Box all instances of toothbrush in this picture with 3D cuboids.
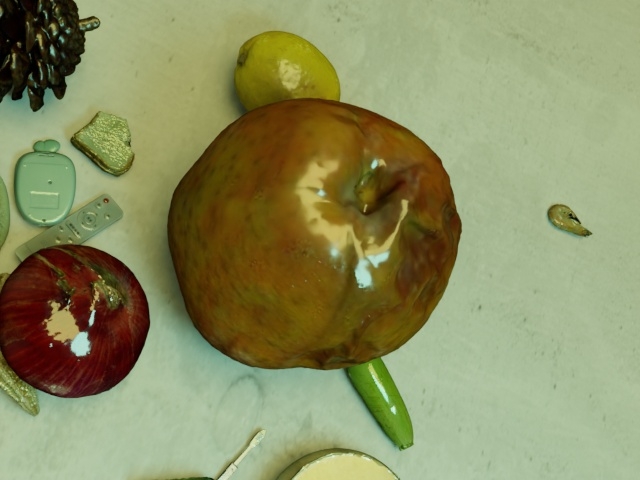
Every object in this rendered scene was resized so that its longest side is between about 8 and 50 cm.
[{"bbox_3d":[-0.151,0.375,1.463,0.014,0.017,0.194,45,63,-3],"label":"toothbrush"}]

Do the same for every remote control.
[{"bbox_3d":[-0.399,-0.011,1.460,0.184,0.027,0.050,-38,86,-32],"label":"remote control"}]

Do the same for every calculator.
[{"bbox_3d":[-0.439,-0.095,1.460,0.095,0.021,0.153,3,70,-17],"label":"calculator"}]

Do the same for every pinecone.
[{"bbox_3d":[-0.498,-0.324,1.404,0.309,0.244,0.243,8,72,-6],"label":"pinecone"}]

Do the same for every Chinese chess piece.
[{"bbox_3d":[0.029,0.462,1.456,0.257,0.104,0.257,5,72,-16],"label":"Chinese chess piece"}]

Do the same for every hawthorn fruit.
[{"bbox_3d":[0.000,0.000,1.401,0.472,0.472,0.471,7,73,-22],"label":"hawthorn fruit"}]

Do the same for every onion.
[{"bbox_3d":[-0.354,0.118,1.351,0.248,0.161,0.248,-7,99,-54],"label":"onion"}]

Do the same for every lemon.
[{"bbox_3d":[-0.057,-0.272,1.611,0.207,0.170,0.170,36,64,-19],"label":"lemon"}]

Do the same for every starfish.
[{"bbox_3d":[-0.474,0.160,1.342,0.216,0.071,0.238,40,54,-17],"label":"starfish"}]

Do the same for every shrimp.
[{"bbox_3d":[0.515,-0.042,1.878,0.108,0.023,0.059,20,60,-19],"label":"shrimp"}]

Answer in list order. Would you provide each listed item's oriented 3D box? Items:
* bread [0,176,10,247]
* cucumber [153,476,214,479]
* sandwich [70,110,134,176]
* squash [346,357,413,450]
[{"bbox_3d":[-0.601,-0.051,1.372,0.267,0.040,0.266,6,73,-22],"label":"bread"},{"bbox_3d":[-0.246,0.428,1.370,0.115,0.086,0.193,28,75,-10],"label":"cucumber"},{"bbox_3d":[-0.348,-0.161,1.518,0.105,0.036,0.093,45,62,-7],"label":"sandwich"},{"bbox_3d":[0.106,0.273,1.583,0.066,0.066,0.201,-27,91,-28],"label":"squash"}]
